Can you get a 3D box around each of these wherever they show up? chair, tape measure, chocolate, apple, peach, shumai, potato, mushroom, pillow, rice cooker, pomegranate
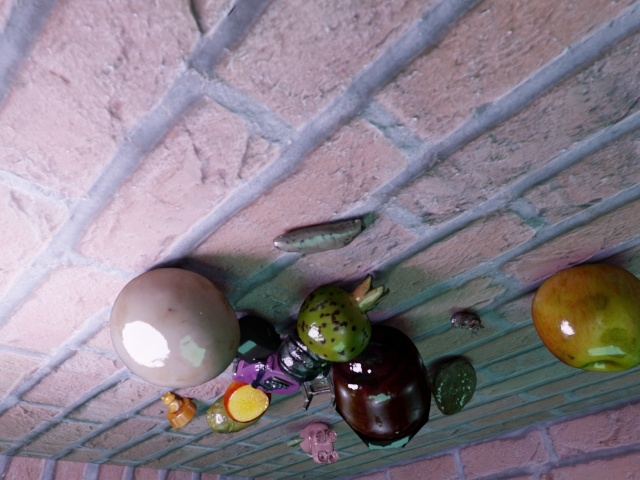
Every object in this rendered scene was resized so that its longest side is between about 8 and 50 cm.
[{"bbox_3d":[0.004,0.574,1.818,0.136,0.147,0.270,-15,-175,15],"label":"chair"},{"bbox_3d":[-0.182,0.485,1.628,0.231,0.149,0.245,29,135,-20],"label":"tape measure"},{"bbox_3d":[0.197,0.481,1.522,0.383,0.384,0.331,-14,140,11],"label":"chocolate"},{"bbox_3d":[0.839,0.242,1.343,0.339,0.340,0.340,-4,142,-3],"label":"apple"},{"bbox_3d":[-0.304,0.667,1.829,0.190,0.190,0.192,27,150,-34],"label":"peach"},{"bbox_3d":[0.547,0.615,1.941,0.222,0.203,0.272,16,102,-28],"label":"shumai"},{"bbox_3d":[-0.368,0.761,1.971,0.298,0.176,0.141,-10,155,-34],"label":"potato"},{"bbox_3d":[-0.397,0.234,1.239,0.362,0.295,0.363,5,117,9],"label":"mushroom"},{"bbox_3d":[0.001,0.000,1.129,0.241,0.051,0.093,-13,142,5],"label":"pillow"},{"bbox_3d":[-0.220,0.328,1.450,0.118,0.142,0.203,-35,138,15],"label":"rice cooker"},{"bbox_3d":[0.057,0.215,1.320,0.230,0.231,0.286,29,86,-36],"label":"pomegranate"}]

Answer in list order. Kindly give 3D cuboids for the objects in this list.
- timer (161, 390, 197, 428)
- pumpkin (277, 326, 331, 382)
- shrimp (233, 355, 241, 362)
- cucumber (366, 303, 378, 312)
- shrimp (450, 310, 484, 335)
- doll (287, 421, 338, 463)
[{"bbox_3d":[-0.649,0.736,1.953,0.132,0.132,0.152,-21,115,19],"label":"timer"},{"bbox_3d":[-0.045,0.372,1.477,0.220,0.161,0.221,-41,153,-26],"label":"pumpkin"},{"bbox_3d":[-0.341,0.365,1.536,0.090,0.079,0.233,15,153,42],"label":"shrimp"},{"bbox_3d":[0.117,0.226,1.428,0.250,0.056,0.056,-32,135,33],"label":"cucumber"},{"bbox_3d":[0.531,0.294,1.560,0.190,0.075,0.073,16,106,-40],"label":"shrimp"},{"bbox_3d":[-0.029,1.143,2.450,0.284,0.217,0.268,12,145,-24],"label":"doll"}]
